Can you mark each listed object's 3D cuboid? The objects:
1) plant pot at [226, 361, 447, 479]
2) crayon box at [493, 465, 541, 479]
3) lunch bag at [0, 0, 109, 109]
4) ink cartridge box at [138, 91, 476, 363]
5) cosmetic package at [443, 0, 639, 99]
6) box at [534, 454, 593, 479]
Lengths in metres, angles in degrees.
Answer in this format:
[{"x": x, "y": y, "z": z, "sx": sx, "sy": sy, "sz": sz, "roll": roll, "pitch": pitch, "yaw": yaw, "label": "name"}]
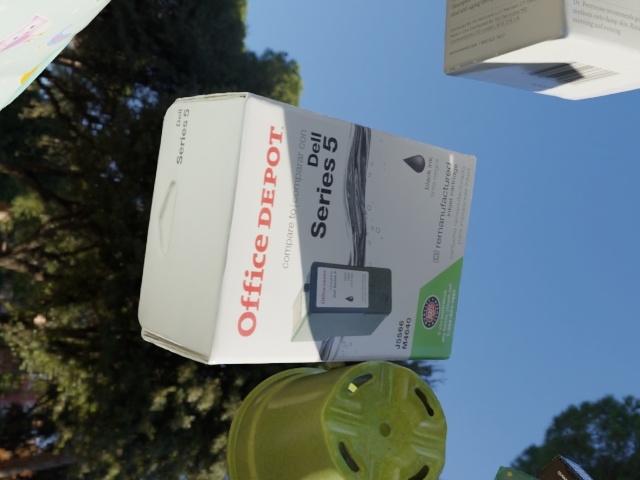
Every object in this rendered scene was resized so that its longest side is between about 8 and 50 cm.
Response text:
[{"x": 0.038, "y": 0.286, "z": 0.967, "sx": 0.254, "sy": 0.276, "sz": 0.275, "roll": 137, "pitch": -48, "yaw": -56, "label": "plant pot"}, {"x": 0.241, "y": 0.315, "z": 0.531, "sx": 0.279, "sy": 0.081, "sz": 0.165, "roll": 16, "pitch": -126, "yaw": 31, "label": "crayon box"}, {"x": -0.221, "y": -0.149, "z": 0.403, "sx": 0.279, "sy": 0.107, "sz": 0.224, "roll": -28, "pitch": -166, "yaw": 30, "label": "lunch bag"}, {"x": 0.000, "y": 0.000, "z": 0.602, "sx": 0.115, "sy": 0.273, "sz": 0.198, "roll": 8, "pitch": -89, "yaw": 49, "label": "ink cartridge box"}, {"x": 0.240, "y": -0.335, "z": 0.642, "sx": 0.155, "sy": 0.197, "sz": 0.365, "roll": 0, "pitch": -94, "yaw": 60, "label": "cosmetic package"}, {"x": 0.300, "y": 0.441, "z": 0.770, "sx": 0.242, "sy": 0.077, "sz": 0.307, "roll": -49, "pitch": -137, "yaw": 9, "label": "box"}]
